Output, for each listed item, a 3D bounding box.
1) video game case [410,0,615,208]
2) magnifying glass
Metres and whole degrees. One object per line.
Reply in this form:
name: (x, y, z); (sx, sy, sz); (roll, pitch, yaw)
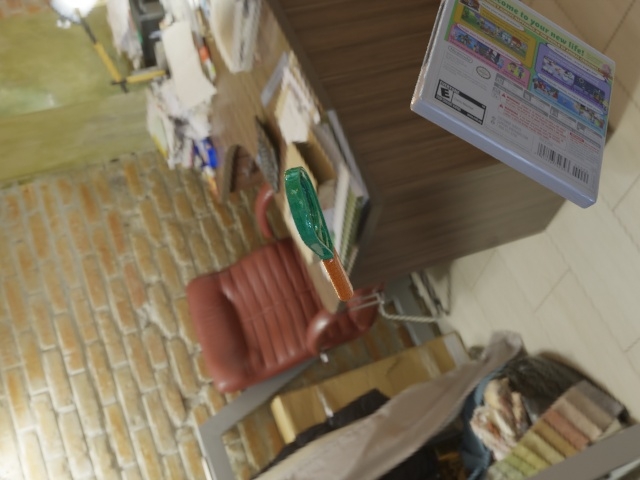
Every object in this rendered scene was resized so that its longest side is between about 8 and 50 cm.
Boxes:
video game case: (0.203, -0.158, 0.809); (0.023, 0.212, 0.193); (-41, 27, 57)
magnifying glass: (0.000, 0.000, 0.996); (0.231, 0.026, 0.092); (62, -164, -47)
